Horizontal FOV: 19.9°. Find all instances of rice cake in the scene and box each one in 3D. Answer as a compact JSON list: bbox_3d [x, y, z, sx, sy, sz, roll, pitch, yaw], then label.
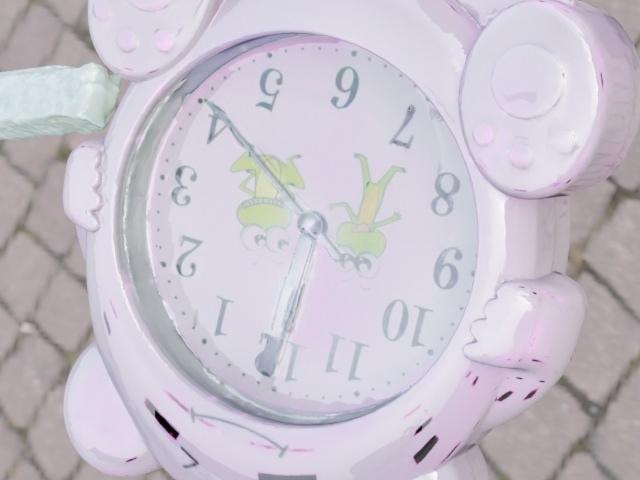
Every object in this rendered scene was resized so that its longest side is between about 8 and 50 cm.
[{"bbox_3d":[-0.117,-0.045,0.630,0.121,0.021,0.022,-3,67,38],"label":"rice cake"}]

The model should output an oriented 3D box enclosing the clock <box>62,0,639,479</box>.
[{"bbox_3d":[0.000,0.000,0.972,0.295,0.113,0.322,18,102,20],"label":"clock"}]
